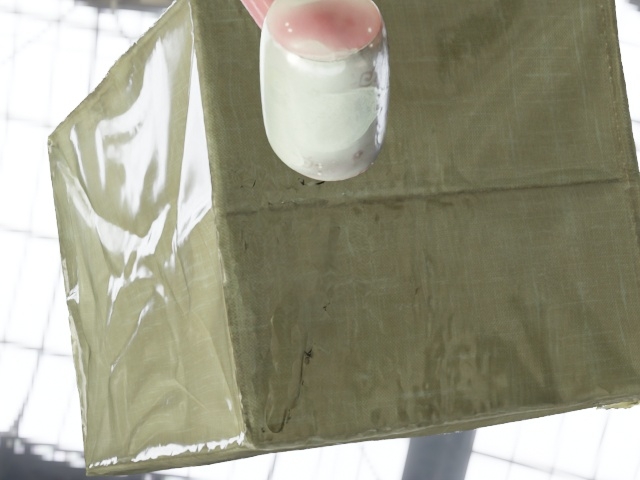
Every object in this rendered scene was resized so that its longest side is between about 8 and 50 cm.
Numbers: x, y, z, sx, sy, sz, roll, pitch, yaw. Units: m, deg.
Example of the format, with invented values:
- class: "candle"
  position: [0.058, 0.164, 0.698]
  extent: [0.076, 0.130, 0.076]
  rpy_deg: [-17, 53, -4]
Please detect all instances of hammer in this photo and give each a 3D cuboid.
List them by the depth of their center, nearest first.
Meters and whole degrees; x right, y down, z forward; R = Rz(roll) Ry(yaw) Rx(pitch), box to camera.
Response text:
- class: "hammer"
  position: [-0.010, -0.055, 0.445]
  extent: [0.031, 0.052, 0.083]
  rpy_deg: [-19, -129, -18]

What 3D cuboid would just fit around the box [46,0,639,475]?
- class: "box"
  position: [0.000, 0.000, 0.656]
  extent: [0.149, 0.155, 0.231]
  rpy_deg: [-5, 174, -20]
